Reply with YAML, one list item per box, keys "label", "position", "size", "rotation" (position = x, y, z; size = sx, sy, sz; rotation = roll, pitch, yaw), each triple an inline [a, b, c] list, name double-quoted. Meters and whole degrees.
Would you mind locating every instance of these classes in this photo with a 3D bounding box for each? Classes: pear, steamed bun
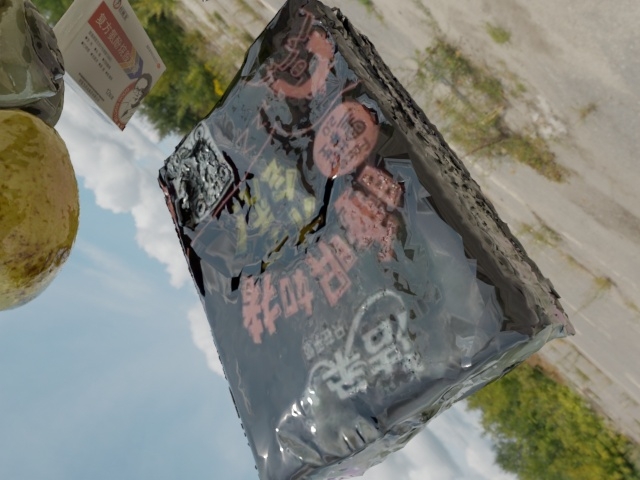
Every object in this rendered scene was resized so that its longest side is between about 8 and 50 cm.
- label: "pear"
  position: [-0.419, -0.044, 0.638]
  size: [0.271, 0.271, 0.271]
  rotation: [44, -177, -3]
- label: "steamed bun"
  position: [-0.543, -0.293, 0.866]
  size: [0.238, 0.346, 0.394]
  rotation: [0, -169, 1]

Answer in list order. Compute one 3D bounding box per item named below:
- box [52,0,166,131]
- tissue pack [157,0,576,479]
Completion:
- label: "box"
  position: [-0.492, -0.420, 1.262]
  size: [0.069, 0.214, 0.353]
  rotation: [30, 171, 5]
- label: "tissue pack"
  position: [0.000, 0.000, 0.431]
  size: [0.123, 0.245, 0.332]
  rotation: [14, -139, -51]
